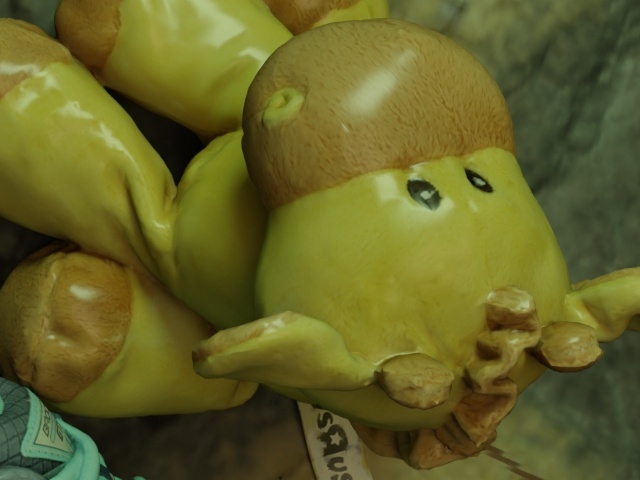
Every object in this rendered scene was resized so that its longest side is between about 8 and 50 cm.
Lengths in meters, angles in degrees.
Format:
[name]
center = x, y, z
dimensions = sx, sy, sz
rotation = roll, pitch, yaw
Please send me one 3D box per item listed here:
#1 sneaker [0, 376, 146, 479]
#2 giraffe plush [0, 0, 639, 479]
[sneaker]
center = -0.075, 0.105, 0.463
dimensions = 0.283, 0.110, 0.122
rotation = 5, 97, -22
[giraffe plush]
center = 0.000, 0.000, 0.467
dimensions = 0.181, 0.170, 0.210
rotation = -37, 103, -18
